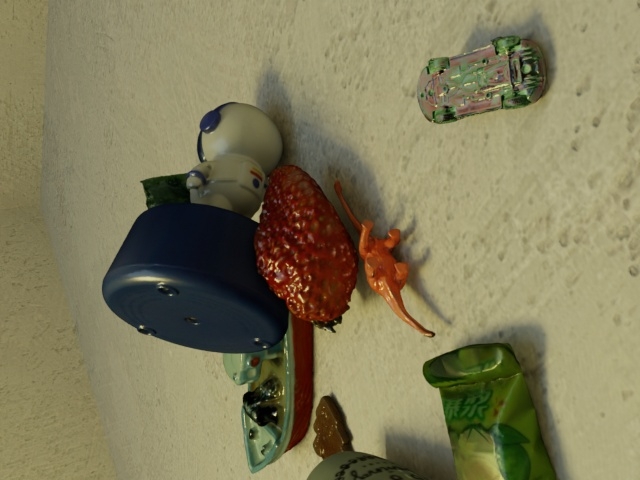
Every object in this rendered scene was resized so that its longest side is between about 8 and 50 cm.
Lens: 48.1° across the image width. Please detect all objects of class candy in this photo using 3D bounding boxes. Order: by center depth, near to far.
[{"bbox_3d":[0.193,0.236,0.778,0.149,0.069,0.246,-29,69,54],"label":"candy"}]

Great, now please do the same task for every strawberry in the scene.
[{"bbox_3d":[-0.004,0.002,0.976,0.106,0.175,0.236,-25,94,40],"label":"strawberry"}]

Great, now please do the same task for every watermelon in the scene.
[{"bbox_3d":[-0.247,0.009,1.438,0.302,0.151,0.264,113,138,-70],"label":"watermelon"}]

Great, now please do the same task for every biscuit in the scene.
[{"bbox_3d":[0.019,0.312,1.154,0.119,0.019,0.130,6,104,60],"label":"biscuit"}]

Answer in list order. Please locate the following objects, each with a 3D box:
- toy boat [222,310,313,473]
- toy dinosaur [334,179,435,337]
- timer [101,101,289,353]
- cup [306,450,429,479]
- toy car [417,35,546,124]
[{"bbox_3d":[-0.098,0.252,1.230,0.145,0.133,0.332,31,125,53],"label":"toy boat"},{"bbox_3d":[0.072,0.013,0.934,0.101,0.055,0.280,92,162,-57],"label":"toy dinosaur"},{"bbox_3d":[-0.150,-0.045,1.107,0.270,0.270,0.384,-43,31,56],"label":"timer"},{"bbox_3d":[0.040,0.365,0.900,0.234,0.258,0.186,13,91,66],"label":"cup"},{"bbox_3d":[0.162,-0.160,0.729,0.142,0.055,0.069,-4,95,47],"label":"toy car"}]
